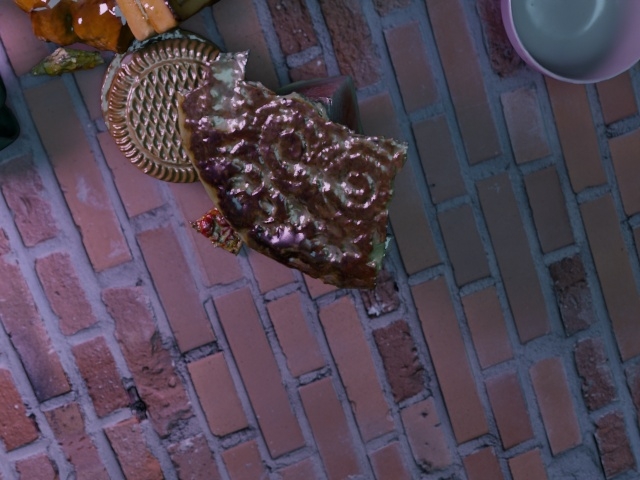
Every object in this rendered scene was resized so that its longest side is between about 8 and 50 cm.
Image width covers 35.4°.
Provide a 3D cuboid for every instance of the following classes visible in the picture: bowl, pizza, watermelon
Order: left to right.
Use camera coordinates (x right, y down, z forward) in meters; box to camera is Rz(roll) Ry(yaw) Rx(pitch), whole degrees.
[{"bbox_3d":[-0.407,-0.283,1.596,0.122,0.108,0.026,-13,86,-5],"label":"pizza"},{"bbox_3d":[-0.163,-0.016,1.743,0.100,0.029,0.099,-30,107,-3],"label":"pizza"},{"bbox_3d":[-0.007,-0.113,1.672,0.224,0.180,0.305,-15,116,-16],"label":"watermelon"},{"bbox_3d":[0.431,-0.415,1.711,0.286,0.144,0.287,-2,103,-10],"label":"bowl"}]

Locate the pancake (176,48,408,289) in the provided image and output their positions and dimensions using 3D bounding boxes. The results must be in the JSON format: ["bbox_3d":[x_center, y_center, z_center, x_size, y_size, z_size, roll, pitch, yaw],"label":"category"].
[{"bbox_3d":[-0.052,-0.110,1.590,0.426,0.067,0.305,31,119,7],"label":"pancake"}]

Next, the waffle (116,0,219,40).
[{"bbox_3d":[-0.200,-0.460,1.518,0.328,0.098,0.224,-48,118,-46],"label":"waffle"}]

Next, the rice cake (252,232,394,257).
[{"bbox_3d":[0.000,0.000,1.762,0.256,0.057,0.052,3,76,-13],"label":"rice cake"}]

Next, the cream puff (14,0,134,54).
[{"bbox_3d":[-0.354,-0.406,1.562,0.269,0.155,0.241,24,92,-8],"label":"cream puff"}]

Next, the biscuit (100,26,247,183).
[{"bbox_3d":[-0.236,-0.223,1.657,0.259,0.079,0.259,-3,104,-10],"label":"biscuit"}]

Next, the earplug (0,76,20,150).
[{"bbox_3d":[-0.575,-0.238,1.548,0.257,0.164,0.280,33,105,-9],"label":"earplug"}]
